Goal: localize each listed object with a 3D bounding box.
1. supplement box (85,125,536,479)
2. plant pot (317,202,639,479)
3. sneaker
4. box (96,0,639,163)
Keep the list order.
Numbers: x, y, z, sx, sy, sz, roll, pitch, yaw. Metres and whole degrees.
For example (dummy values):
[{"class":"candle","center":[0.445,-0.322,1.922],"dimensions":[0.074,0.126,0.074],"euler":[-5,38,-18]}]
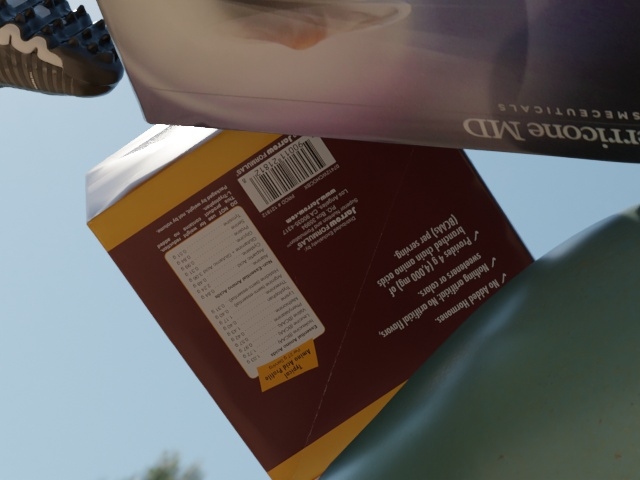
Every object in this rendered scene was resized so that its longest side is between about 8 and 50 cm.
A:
[{"class":"supplement box","center":[0.000,0.000,1.041],"dimensions":[0.194,0.191,0.129],"euler":[56,2,-16]},{"class":"plant pot","center":[0.163,0.117,0.741],"dimensions":[0.293,0.293,0.235],"euler":[35,-48,4]},{"class":"sneaker","center":[-0.225,-0.108,1.075],"dimensions":[0.234,0.078,0.106],"euler":[17,-65,11]},{"class":"box","center":[0.037,-0.200,0.799],"dimensions":[0.296,0.183,0.294],"euler":[6,-42,27]}]
